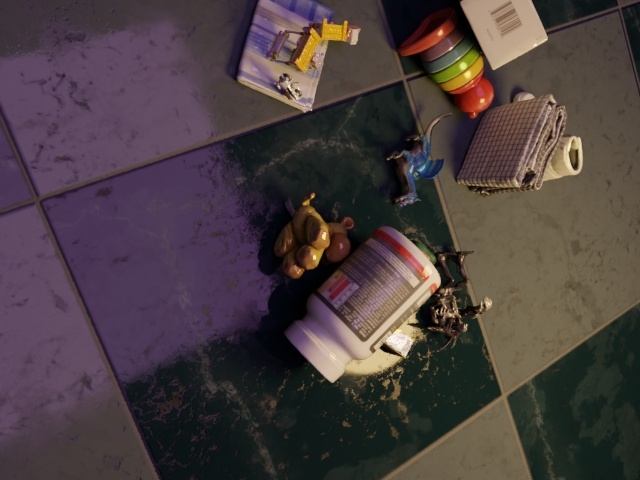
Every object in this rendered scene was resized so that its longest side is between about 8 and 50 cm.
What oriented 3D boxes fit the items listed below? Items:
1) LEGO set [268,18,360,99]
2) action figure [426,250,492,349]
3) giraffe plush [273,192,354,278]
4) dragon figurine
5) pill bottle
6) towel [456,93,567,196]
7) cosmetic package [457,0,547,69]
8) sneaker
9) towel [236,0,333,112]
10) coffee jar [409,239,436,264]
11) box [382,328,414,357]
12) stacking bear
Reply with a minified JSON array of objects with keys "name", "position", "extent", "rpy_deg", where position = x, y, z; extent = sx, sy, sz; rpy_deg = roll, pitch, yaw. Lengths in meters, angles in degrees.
[{"name":"LEGO set","position":[-0.027,-0.481,1.449],"extent":[0.287,0.107,0.132],"rpy_deg":[-51,142,-24]},{"name":"action figure","position":[0.375,0.167,1.647],"extent":[0.164,0.141,0.276],"rpy_deg":[0,86,-29]},{"name":"giraffe plush","position":[0.000,0.000,1.461],"extent":[0.170,0.181,0.210],"rpy_deg":[23,44,-36]},{"name":"dragon figurine","position":[0.279,-0.217,1.629],"extent":[0.289,0.085,0.144],"rpy_deg":[-46,109,-19]},{"name":"pill bottle","position":[0.097,0.155,1.435],"extent":[0.363,0.210,0.210],"rpy_deg":[-44,109,-6]},{"name":"towel","position":[0.552,-0.259,1.691],"extent":[0.121,0.235,0.284],"rpy_deg":[31,76,-30]},{"name":"cosmetic package","position":[0.476,-0.602,1.584],"extent":[0.155,0.365,0.197],"rpy_deg":[-27,105,20]},{"name":"sneaker","position":[0.707,-0.330,1.808],"extent":[0.108,0.169,0.293],"rpy_deg":[-29,101,-23]},{"name":"towel","position":[-0.084,-0.485,1.475],"extent":[0.209,0.034,0.285],"rpy_deg":[18,79,-24]},{"name":"coffee jar","position":[0.229,0.095,1.604],"extent":[0.096,0.079,0.184],"rpy_deg":[43,72,-20]},{"name":"box","position":[0.170,0.247,1.586],"extent":[0.169,0.054,0.059],"rpy_deg":[38,73,-23]},{"name":"stacking bear","position":[0.380,-0.481,1.652],"extent":[0.175,0.164,0.289],"rpy_deg":[-50,115,-19]}]
